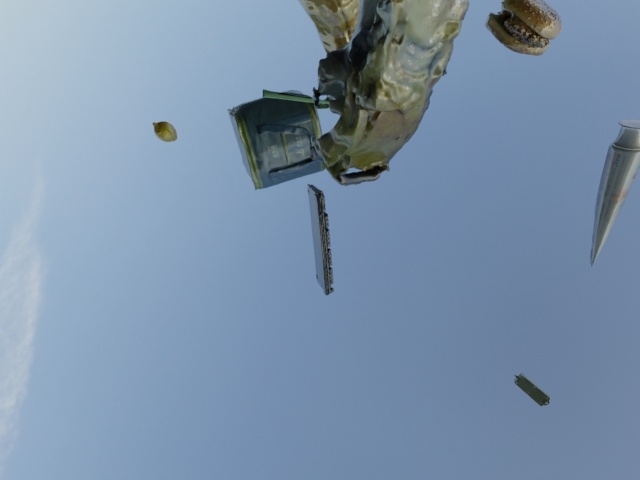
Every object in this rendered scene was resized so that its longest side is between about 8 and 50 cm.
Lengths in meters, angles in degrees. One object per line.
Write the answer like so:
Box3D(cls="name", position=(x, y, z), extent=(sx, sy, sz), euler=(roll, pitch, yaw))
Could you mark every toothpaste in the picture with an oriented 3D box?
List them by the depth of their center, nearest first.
Box3D(cls="toothpaste", position=(0.642, -0.099, 0.987), extent=(0.066, 0.323, 0.100), euler=(13, -145, 23))

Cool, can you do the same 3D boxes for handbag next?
Box3D(cls="handbag", position=(-0.126, -0.306, 1.356), extent=(0.240, 0.263, 0.222), euler=(-20, -145, -9))

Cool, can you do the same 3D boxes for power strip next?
Box3D(cls="power strip", position=(0.428, 0.301, 0.909), extent=(0.083, 0.017, 0.027), euler=(42, -75, 7))

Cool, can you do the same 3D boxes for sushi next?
Box3D(cls="sushi", position=(0.057, -0.193, 0.459), extent=(0.131, 0.139, 0.291), euler=(46, -48, 28))

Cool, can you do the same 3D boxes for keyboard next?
Box3D(cls="keyboard", position=(0.001, 0.000, 0.917), extent=(0.023, 0.231, 0.072), euler=(-13, -152, -16))

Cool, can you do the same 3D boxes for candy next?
Box3D(cls="candy", position=(0.013, -0.281, 0.902), extent=(0.261, 0.077, 0.073), euler=(4, -138, -13))

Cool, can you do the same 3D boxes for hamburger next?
Box3D(cls="hamburger", position=(0.529, -0.566, 1.164), extent=(0.182, 0.118, 0.191), euler=(41, -132, 18))

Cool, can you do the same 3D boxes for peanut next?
Box3D(cls="peanut", position=(0.039, -0.476, 0.946), extent=(0.146, 0.305, 0.147), euler=(-13, -128, 17))

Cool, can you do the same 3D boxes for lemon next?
Box3D(cls="lemon", position=(-0.513, -0.359, 1.471), extent=(0.065, 0.092, 0.065), euler=(-22, -127, 33))
